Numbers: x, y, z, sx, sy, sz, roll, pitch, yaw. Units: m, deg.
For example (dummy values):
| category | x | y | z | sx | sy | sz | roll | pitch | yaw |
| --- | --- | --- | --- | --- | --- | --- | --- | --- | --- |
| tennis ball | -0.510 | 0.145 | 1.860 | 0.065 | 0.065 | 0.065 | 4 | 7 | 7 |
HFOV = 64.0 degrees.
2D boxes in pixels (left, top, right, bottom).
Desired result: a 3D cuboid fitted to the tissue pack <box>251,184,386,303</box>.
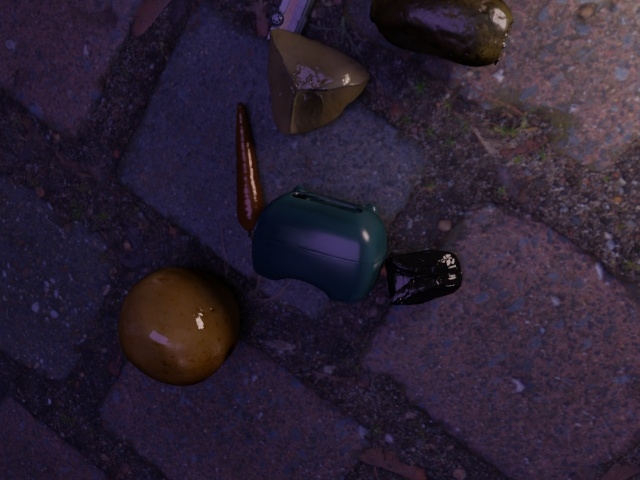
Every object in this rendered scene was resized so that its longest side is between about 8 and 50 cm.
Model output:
| category | x | y | z | sx | sy | sz | roll | pitch | yaw |
| --- | --- | --- | --- | --- | --- | --- | --- | --- | --- |
| tissue pack | 0.000 | 0.000 | 1.143 | 0.287 | 0.198 | 0.206 | 15 | 107 | 18 |

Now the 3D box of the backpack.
| category | x | y | z | sx | sy | sz | roll | pitch | yaw |
| --- | --- | --- | --- | --- | --- | --- | --- | --- | --- |
| backpack | 0.228 | 0.081 | 1.146 | 0.165 | 0.106 | 0.120 | -4 | 87 | -3 |

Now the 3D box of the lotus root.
| category | x | y | z | sx | sy | sz | roll | pitch | yaw |
| --- | --- | --- | --- | --- | --- | --- | --- | --- | --- |
| lotus root | 0.236 | -0.439 | 1.006 | 0.275 | 0.160 | 0.152 | 19 | 116 | 12 |

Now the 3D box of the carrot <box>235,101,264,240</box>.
| category | x | y | z | sx | sy | sz | roll | pitch | yaw |
| --- | --- | --- | --- | --- | --- | --- | --- | --- | --- |
| carrot | -0.180 | -0.161 | 1.238 | 0.069 | 0.069 | 0.336 | -4 | 97 | 17 |

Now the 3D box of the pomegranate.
| category | x | y | z | sx | sy | sz | roll | pitch | yaw |
| --- | --- | --- | --- | --- | --- | --- | --- | --- | --- |
| pomegranate | -0.333 | 0.207 | 1.238 | 0.307 | 0.307 | 0.307 | 3 | 102 | 16 |

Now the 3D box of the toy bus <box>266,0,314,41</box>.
| category | x | y | z | sx | sy | sz | roll | pitch | yaw |
| --- | --- | --- | --- | --- | --- | --- | --- | --- | --- |
| toy bus | -0.054 | -0.519 | 1.127 | 0.075 | 0.064 | 0.190 | 23 | 107 | -2 |

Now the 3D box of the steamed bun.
| category | x | y | z | sx | sy | sz | roll | pitch | yaw |
| --- | --- | --- | --- | --- | --- | --- | --- | --- | --- |
| steamed bun | -0.029 | -0.321 | 1.118 | 0.231 | 0.110 | 0.212 | 21 | 119 | 0 |
